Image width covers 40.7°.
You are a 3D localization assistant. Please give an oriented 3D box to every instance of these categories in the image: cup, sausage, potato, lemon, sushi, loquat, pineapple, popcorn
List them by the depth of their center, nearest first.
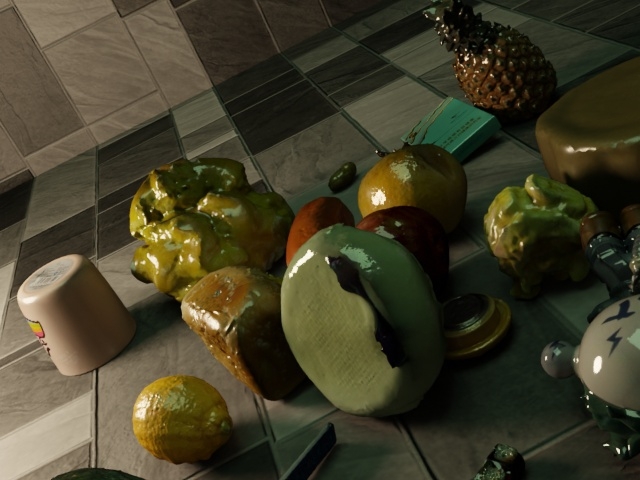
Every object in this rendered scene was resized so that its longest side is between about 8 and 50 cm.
[{"bbox_3d":[0.227,0.298,1.084,0.046,0.044,0.083,22,52,30],"label":"sushi"},{"bbox_3d":[0.354,-0.009,1.382,0.185,0.188,0.167,-35,-10,2],"label":"popcorn"},{"bbox_3d":[-0.221,0.287,1.386,0.187,0.142,0.142,1,36,33],"label":"lemon"},{"bbox_3d":[0.180,-0.093,1.638,0.213,0.213,0.213,-21,26,11],"label":"loquat"},{"bbox_3d":[-0.003,0.001,1.734,0.133,0.133,0.258,-17,29,18],"label":"sausage"},{"bbox_3d":[-0.544,0.146,1.871,0.191,0.200,0.252,-38,28,-23],"label":"cup"},{"bbox_3d":[0.372,-0.423,1.923,0.202,0.362,0.202,-30,35,24],"label":"pineapple"},{"bbox_3d":[0.054,-0.152,2.052,0.092,0.045,0.046,-42,28,-22],"label":"potato"}]

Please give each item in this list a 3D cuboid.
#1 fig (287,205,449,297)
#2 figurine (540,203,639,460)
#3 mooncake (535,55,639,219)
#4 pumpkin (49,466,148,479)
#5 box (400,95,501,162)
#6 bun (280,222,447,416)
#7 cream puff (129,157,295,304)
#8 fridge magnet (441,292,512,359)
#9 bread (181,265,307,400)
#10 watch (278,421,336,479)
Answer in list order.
[{"bbox_3d":[0.102,0.049,1.504,0.249,0.186,0.204,-30,9,31],"label":"fig"},{"bbox_3d":[0.409,0.112,1.092,0.261,0.186,0.382,-22,30,21],"label":"figurine"},{"bbox_3d":[0.566,-0.170,1.462,0.378,0.201,0.378,-22,22,9],"label":"mooncake"},{"bbox_3d":[-0.259,0.425,0.965,0.257,0.328,0.291,20,30,2],"label":"pumpkin"},{"bbox_3d":[0.295,-0.247,1.979,0.162,0.041,0.229,-41,27,-1],"label":"box"},{"bbox_3d":[0.083,0.112,1.308,0.187,0.293,0.293,-19,17,-39],"label":"bun"},{"bbox_3d":[-0.262,-0.042,1.883,0.378,0.276,0.378,-18,27,10],"label":"cream puff"},{"bbox_3d":[0.229,0.131,1.348,0.143,0.063,0.143,-24,25,12],"label":"fridge magnet"},{"bbox_3d":[-0.113,0.140,1.496,0.176,0.196,0.246,-40,29,-18],"label":"bread"},{"bbox_3d":[-0.041,0.381,1.130,0.274,0.068,0.276,-33,25,-12],"label":"watch"}]
